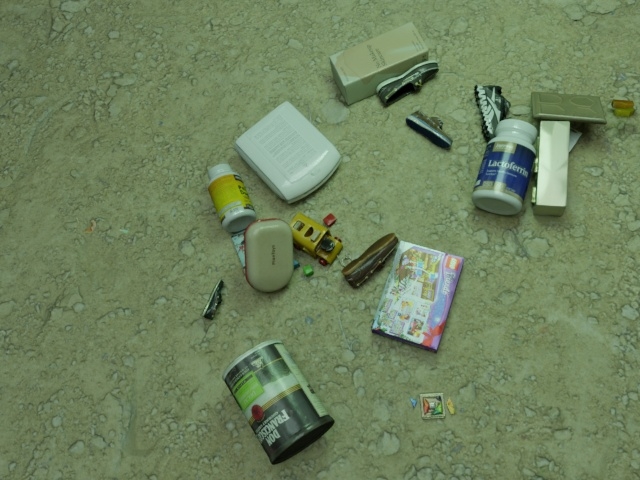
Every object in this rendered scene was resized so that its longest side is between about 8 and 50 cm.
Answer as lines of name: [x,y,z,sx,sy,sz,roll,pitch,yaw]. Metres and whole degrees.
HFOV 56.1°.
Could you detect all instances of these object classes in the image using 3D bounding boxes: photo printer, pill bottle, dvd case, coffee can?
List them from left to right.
pill bottle: [-0.297,-0.143,1.969,0.117,0.117,0.215,-24,67,-1]
dvd case: [-0.232,0.020,1.951,0.087,0.013,0.119,-24,66,-1]
coffee can: [-0.119,0.442,1.663,0.201,0.201,0.275,-34,67,-5]
photo printer: [-0.100,-0.286,2.000,0.256,0.107,0.307,-41,69,-8]
pill bottle: [0.567,-0.224,1.832,0.153,0.153,0.265,16,77,15]

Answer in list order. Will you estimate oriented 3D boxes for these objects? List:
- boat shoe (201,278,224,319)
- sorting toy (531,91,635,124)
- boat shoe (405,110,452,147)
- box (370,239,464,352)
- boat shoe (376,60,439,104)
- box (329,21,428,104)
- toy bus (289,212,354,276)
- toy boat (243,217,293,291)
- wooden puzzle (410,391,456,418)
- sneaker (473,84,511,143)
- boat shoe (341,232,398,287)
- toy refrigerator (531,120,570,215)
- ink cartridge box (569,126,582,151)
boat shoe: [-0.331,0.185,1.887,0.042,0.049,0.133,24,65,-12]
sorting toy: [0.821,-0.406,1.881,0.307,0.041,0.229,8,34,12]
boat shoe: [0.370,-0.375,1.982,0.183,0.066,0.066,40,78,21]
box: [0.290,0.164,1.785,0.201,0.057,0.293,16,72,16]
boat shoe: [0.306,-0.537,2.053,0.227,0.081,0.069,-26,69,6]
box: [0.202,-0.609,2.072,0.311,0.121,0.148,-24,67,-1]
toy bus: [-0.013,-0.001,1.874,0.202,0.104,0.191,-14,67,4]
toy boat: [-0.171,0.040,1.858,0.151,0.151,0.231,-5,102,-22]
wooden puzzle: [0.316,0.462,1.686,0.116,0.014,0.078,-12,67,5]
sneaker: [0.572,-0.417,1.960,0.106,0.078,0.234,-8,65,8]
boat shoe: [0.161,0.062,1.847,0.207,0.073,0.073,-38,105,-3]
toy refrigerator: [0.698,-0.219,1.828,0.094,0.102,0.269,4,77,15]
ink cartridge box: [0.774,-0.307,1.911,0.063,0.029,0.115,35,77,20]
